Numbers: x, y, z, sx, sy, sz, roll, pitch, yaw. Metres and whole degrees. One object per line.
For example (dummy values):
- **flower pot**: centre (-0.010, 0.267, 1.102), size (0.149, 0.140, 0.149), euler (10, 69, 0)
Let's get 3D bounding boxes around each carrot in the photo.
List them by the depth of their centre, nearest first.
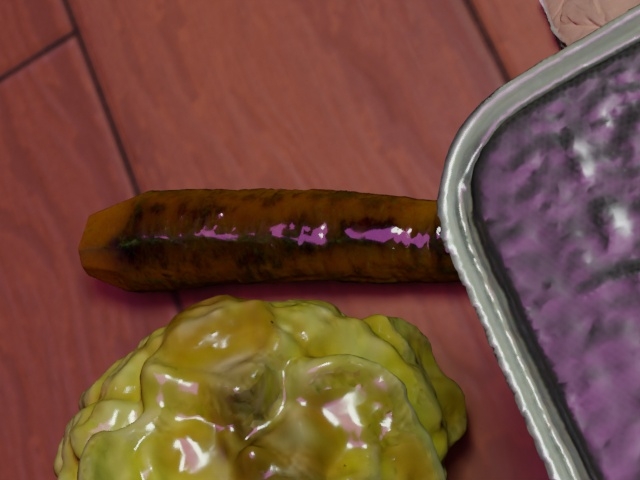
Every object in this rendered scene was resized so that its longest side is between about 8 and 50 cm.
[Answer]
- **carrot**: centre (0.000, 0.000, 1.028), size (0.314, 0.066, 0.066), euler (0, 77, 23)

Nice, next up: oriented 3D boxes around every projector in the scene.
- **projector**: centre (0.231, 0.027, 0.816), size (0.248, 0.249, 0.248), euler (-29, 67, 15)

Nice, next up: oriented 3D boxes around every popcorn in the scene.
- **popcorn**: centre (-0.031, 0.123, 0.924), size (0.235, 0.217, 0.181), euler (-16, 71, 2)

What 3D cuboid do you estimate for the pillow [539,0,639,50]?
- **pillow**: centre (0.245, -0.148, 0.970), size (0.232, 0.043, 0.126), euler (-27, 63, 18)
